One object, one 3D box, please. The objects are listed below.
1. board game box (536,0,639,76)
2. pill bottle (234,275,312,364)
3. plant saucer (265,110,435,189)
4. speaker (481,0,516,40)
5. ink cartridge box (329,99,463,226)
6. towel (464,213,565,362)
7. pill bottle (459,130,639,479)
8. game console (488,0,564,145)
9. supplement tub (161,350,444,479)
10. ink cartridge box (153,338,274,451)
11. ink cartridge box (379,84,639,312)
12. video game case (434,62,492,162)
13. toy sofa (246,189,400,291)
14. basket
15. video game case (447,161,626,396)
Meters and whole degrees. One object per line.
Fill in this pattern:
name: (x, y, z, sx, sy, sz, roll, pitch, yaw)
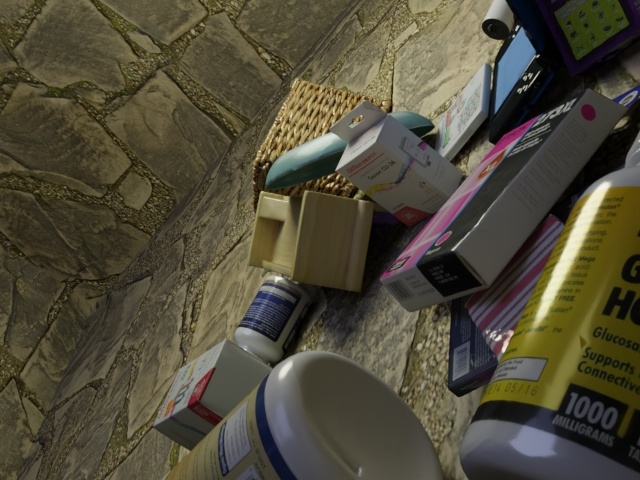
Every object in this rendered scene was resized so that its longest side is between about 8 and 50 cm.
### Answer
board game box: (0.416, -0.384, 1.236, 0.056, 0.208, 0.347, -16, -12, -41)
pill bottle: (-0.092, 0.154, 1.698, 0.169, 0.094, 0.094, -61, 18, -23)
plant saucer: (0.046, -0.163, 1.719, 0.318, 0.043, 0.317, -20, -1, -1)
speaker: (0.337, -0.425, 1.753, 0.055, 0.055, 0.136, -25, 32, 59)
ink cartridge box: (0.107, -0.117, 1.511, 0.115, 0.198, 0.067, -34, 26, 51)
towel: (0.226, 0.060, 0.997, 0.144, 0.029, 0.197, -46, 20, 10)
pill bottle: (0.256, 0.066, 0.750, 0.334, 0.188, 0.188, -60, 18, -20)
game console: (0.267, -0.333, 1.468, 0.250, 0.173, 0.293, -59, 9, 39)
supplement tub: (-0.047, 0.294, 1.053, 0.316, 0.228, 0.228, -46, 18, 24)
ink cartridge box: (-0.170, 0.270, 1.622, 0.176, 0.127, 0.128, -36, 24, 48)
ink cartridge box: (0.234, -0.070, 1.161, 0.371, 0.069, 0.176, -45, 7, -26)
video game case: (0.234, -0.202, 1.611, 0.143, 0.019, 0.157, -53, 13, 38)
toy sofa: (0.000, 0.000, 1.707, 0.362, 0.177, 0.150, -171, 92, -73)
basket: (0.005, -0.165, 2.081, 0.213, 0.223, 0.299, 94, -166, -49)
video game case: (0.249, 0.037, 1.051, 0.274, 0.026, 0.196, -34, 28, 33)
